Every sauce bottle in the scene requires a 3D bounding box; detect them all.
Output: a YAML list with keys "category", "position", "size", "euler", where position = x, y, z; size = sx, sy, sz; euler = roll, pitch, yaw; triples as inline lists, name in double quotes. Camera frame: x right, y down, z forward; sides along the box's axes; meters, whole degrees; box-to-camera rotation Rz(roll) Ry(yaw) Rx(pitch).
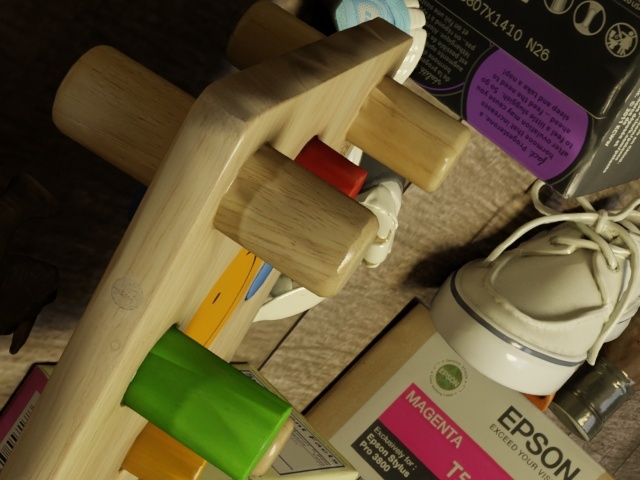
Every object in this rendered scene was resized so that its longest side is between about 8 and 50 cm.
- category: "sauce bottle"
  position: [0.400, 0.086, 1.623]
  size: [0.344, 0.111, 0.111]
  euler: [-42, 156, -8]

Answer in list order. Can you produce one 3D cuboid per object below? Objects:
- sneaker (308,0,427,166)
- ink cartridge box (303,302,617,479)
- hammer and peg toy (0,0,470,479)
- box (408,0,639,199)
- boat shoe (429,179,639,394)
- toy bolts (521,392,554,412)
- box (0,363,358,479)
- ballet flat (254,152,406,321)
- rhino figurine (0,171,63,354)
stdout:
- category: "sneaker"
  position: [-0.011, -0.074, 0.772]
  size: [0.073, 0.063, 0.162]
  euler: [7, 121, -39]
- category: "ink cartridge box"
  position: [0.100, 0.198, 1.134]
  size: [0.193, 0.234, 0.088]
  euler: [-46, 157, -5]
- category: "hammer and peg toy"
  position: [-0.025, -0.019, 0.609]
  size: [0.361, 0.127, 0.266]
  euler: [-60, 173, 20]
- category: "box"
  position: [0.183, -0.143, 0.834]
  size: [0.270, 0.165, 0.143]
  euler: [-15, 140, -51]
- category: "boat shoe"
  position: [0.224, 0.020, 1.193]
  size: [0.367, 0.136, 0.156]
  euler: [-8, 136, -59]
- category: "toy bolts"
  position: [0.160, 0.202, 1.315]
  size: [0.228, 0.218, 0.158]
  euler: [-41, 169, 34]
- category: "box"
  position: [-0.127, 0.194, 0.896]
  size: [0.213, 0.117, 0.243]
  euler: [-54, 155, 14]
- category: "ballet flat"
  position: [0.000, 0.000, 0.868]
  size: [0.203, 0.074, 0.074]
  euler: [-32, 152, -31]
- category: "rhino figurine"
  position: [-0.168, 0.000, 0.586]
  size: [0.106, 0.073, 0.243]
  euler: [-46, 158, -13]
